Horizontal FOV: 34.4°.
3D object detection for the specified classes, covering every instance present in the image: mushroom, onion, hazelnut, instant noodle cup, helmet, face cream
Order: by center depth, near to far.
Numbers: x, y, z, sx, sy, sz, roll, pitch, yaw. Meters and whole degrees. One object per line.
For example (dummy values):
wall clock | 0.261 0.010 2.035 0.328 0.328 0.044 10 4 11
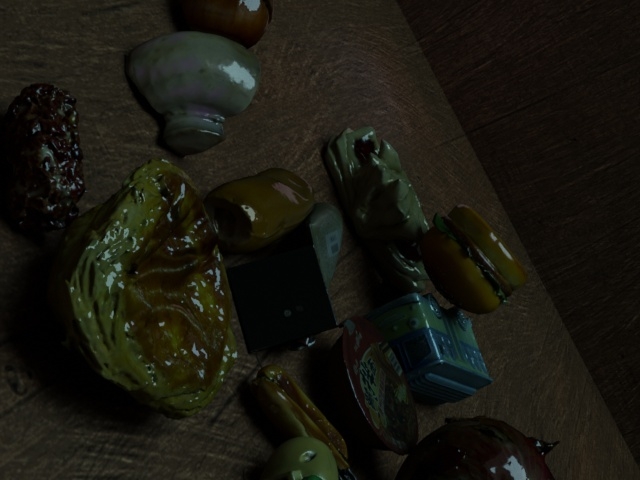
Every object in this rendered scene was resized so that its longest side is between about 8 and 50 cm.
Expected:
mushroom | -0.215 -0.283 1.747 0.162 0.173 0.236 36 35 -45
onion | 0.281 0.477 1.795 0.353 0.353 0.354 48 26 -33
instant noodle cup | 0.076 0.276 1.878 0.274 0.090 0.274 49 26 -34
face cream | 0.000 0.000 1.923 0.341 0.084 0.137 -85 164 -76
hazelnut | -0.183 -0.452 2.025 0.182 0.182 0.182 48 26 -33
helmet | 0.162 0.139 2.269 0.089 0.057 0.111 26 -11 39

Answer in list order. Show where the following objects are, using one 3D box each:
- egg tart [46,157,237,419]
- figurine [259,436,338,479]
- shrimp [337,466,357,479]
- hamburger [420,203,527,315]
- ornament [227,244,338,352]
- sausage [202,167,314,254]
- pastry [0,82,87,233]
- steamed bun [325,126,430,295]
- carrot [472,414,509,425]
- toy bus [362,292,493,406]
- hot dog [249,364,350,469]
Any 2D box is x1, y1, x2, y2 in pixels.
egg tart | -0.225 0.071 1.329 0.351 0.153 0.339 -74 149 -48
figurine | 0.000 0.443 1.488 0.222 0.124 0.325 22 49 -64
shrimp | 0.067 0.446 1.673 0.152 0.046 0.219 -87 158 -74
hamburger | 0.310 0.050 2.203 0.246 0.170 0.246 48 0 0
ornament | -0.052 0.133 1.782 0.196 0.153 0.166 73 0 -68
sausage | -0.099 -0.059 1.823 0.134 0.116 0.354 21 17 14
pastry | -0.356 -0.112 1.326 0.097 0.115 0.209 20 48 -43
steamed bun | 0.154 -0.081 2.350 0.247 0.189 0.428 -19 83 -61
carrot | 0.371 0.506 2.245 0.159 0.159 0.225 -84 152 -54
toy bus | 0.227 0.233 2.187 0.312 0.152 0.190 28 41 -57
hot dog | -0.033 0.297 1.640 0.249 0.068 0.100 53 13 -30
